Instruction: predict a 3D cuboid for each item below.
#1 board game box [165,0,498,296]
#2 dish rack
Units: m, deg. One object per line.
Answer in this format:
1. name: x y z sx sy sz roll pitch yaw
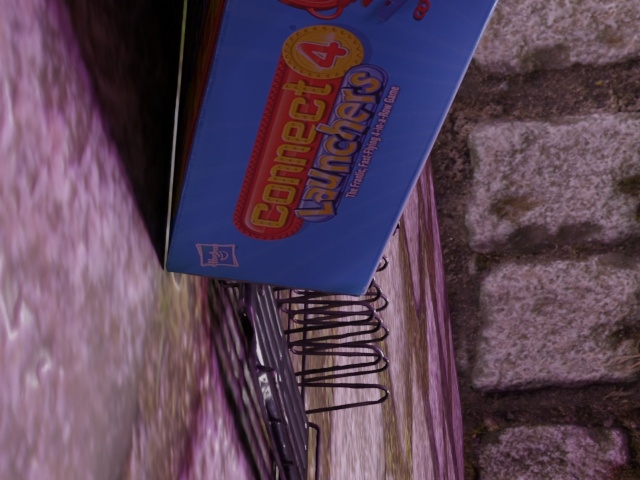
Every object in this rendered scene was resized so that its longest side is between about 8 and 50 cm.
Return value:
1. board game box: 0.010 -0.187 0.554 0.308 0.086 0.302 111 -16 -53
2. dish rack: 0.000 0.000 0.794 0.208 0.074 0.272 76 12 -47
